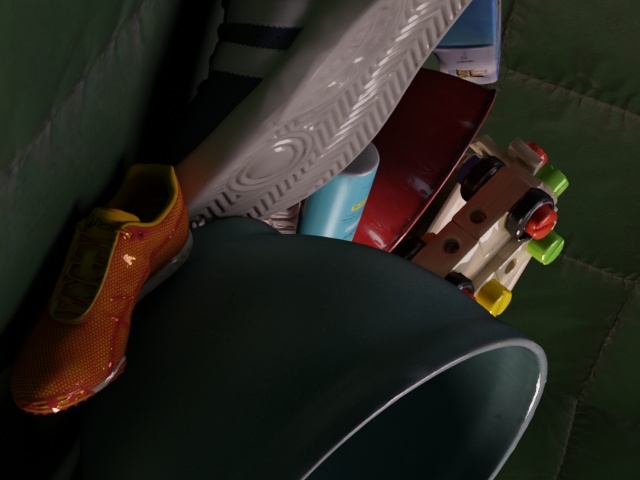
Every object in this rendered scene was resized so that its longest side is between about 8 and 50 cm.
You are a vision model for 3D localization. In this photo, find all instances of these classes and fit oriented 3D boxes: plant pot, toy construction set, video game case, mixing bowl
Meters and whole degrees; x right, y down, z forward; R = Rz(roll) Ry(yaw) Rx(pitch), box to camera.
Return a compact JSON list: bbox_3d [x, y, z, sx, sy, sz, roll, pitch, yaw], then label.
[{"bbox_3d":[-0.033,0.109,0.855,0.293,0.196,0.293,-36,153,-22],"label":"plant pot"},{"bbox_3d":[0.132,0.035,1.259,0.328,0.151,0.215,-59,154,-16],"label":"toy construction set"},{"bbox_3d":[0.135,-0.292,1.272,0.244,0.061,0.269,1,88,-81],"label":"video game case"},{"bbox_3d":[0.055,-0.079,1.158,0.181,0.098,0.181,-56,-176,6],"label":"mixing bowl"}]

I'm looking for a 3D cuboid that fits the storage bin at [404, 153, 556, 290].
[{"bbox_3d":[0.086,0.049,1.494,0.262,0.123,0.260,-58,-160,-10],"label":"storage bin"}]

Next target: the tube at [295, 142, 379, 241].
[{"bbox_3d":[0.000,0.006,1.094,0.080,0.052,0.207,-49,161,-43],"label":"tube"}]

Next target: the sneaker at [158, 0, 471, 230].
[{"bbox_3d":[-0.013,-0.149,0.823,0.350,0.148,0.131,-48,157,29],"label":"sneaker"}]

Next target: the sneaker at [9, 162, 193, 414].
[{"bbox_3d":[-0.125,0.022,0.750,0.175,0.064,0.067,-68,154,-46],"label":"sneaker"}]

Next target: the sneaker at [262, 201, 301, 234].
[{"bbox_3d":[-0.036,-0.061,1.121,0.166,0.065,0.076,98,-4,-61],"label":"sneaker"}]

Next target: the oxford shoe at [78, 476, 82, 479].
[{"bbox_3d":[-0.099,0.172,1.028,0.133,0.130,0.364,108,6,-71],"label":"oxford shoe"}]
